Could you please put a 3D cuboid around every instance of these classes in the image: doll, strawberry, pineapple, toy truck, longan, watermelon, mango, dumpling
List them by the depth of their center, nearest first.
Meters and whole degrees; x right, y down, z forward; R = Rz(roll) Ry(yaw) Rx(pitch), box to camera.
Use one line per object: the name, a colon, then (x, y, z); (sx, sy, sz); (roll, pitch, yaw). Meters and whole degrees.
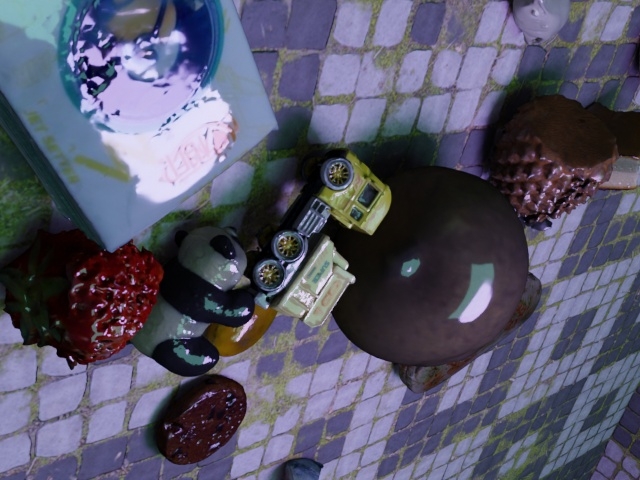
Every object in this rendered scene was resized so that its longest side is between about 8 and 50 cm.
strawberry: (-0.295, 0.067, 1.063); (0.201, 0.184, 0.187); (-20, 164, -48)
doll: (-0.188, 0.084, 1.215); (0.234, 0.143, 0.135); (-51, 132, 5)
toy truck: (0.000, 0.000, 1.275); (0.157, 0.124, 0.272); (35, 85, -18)
mango: (-0.121, 0.131, 1.388); (0.187, 0.066, 0.101); (-41, 143, -27)
longan: (0.180, 0.045, 1.421); (0.361, 0.361, 0.361); (-27, 137, -28)
dumpling: (0.394, -0.425, 1.421); (0.134, 0.100, 0.169); (-61, 145, -8)
pineapple: (0.423, -0.107, 1.648); (0.223, 0.223, 0.357); (-24, 154, -31)
watermelon: (-0.045, 0.519, 1.762); (0.180, 0.081, 0.094); (106, 5, -83)

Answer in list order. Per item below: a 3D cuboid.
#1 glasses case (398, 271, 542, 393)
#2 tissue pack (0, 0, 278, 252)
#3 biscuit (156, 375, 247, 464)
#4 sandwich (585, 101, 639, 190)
glasses case: (0.352, 0.207, 1.900); (0.425, 0.098, 0.156); (-29, 142, -26)
tissue pack: (-0.234, -0.211, 0.904); (0.287, 0.162, 0.388); (-39, 140, -16)
biscuit: (-0.210, 0.321, 1.466); (0.192, 0.049, 0.192); (-32, 145, -25)
sandwich: (0.581, -0.207, 1.790); (0.108, 0.220, 0.186); (76, 25, -43)
